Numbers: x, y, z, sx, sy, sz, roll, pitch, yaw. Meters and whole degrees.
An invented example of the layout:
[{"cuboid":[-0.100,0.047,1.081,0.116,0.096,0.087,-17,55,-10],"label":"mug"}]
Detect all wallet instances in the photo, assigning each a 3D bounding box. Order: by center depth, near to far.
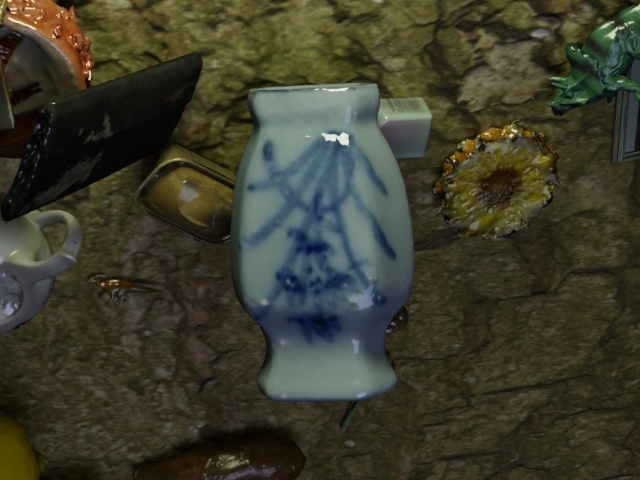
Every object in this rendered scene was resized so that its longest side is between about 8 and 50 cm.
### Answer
[{"cuboid":[-0.258,-0.128,1.657,0.044,0.321,0.170,38,120,9],"label":"wallet"}]

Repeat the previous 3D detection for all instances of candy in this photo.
[{"cuboid":[0.070,0.255,2.261,0.060,0.060,0.201,6,136,-23],"label":"candy"}]

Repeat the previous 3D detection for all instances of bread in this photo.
[{"cuboid":[-0.379,-0.196,1.627,0.212,0.142,0.224,17,124,-10],"label":"bread"}]

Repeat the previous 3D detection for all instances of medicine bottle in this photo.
[{"cuboid":[0.089,-0.153,1.881,0.118,0.055,0.074,-5,133,-16],"label":"medicine bottle"}]

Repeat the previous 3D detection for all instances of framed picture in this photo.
[{"cuboid":[0.562,-0.220,2.005,0.273,0.016,0.216,-14,134,-6],"label":"framed picture"}]

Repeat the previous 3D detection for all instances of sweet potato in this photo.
[{"cuboid":[-0.164,0.374,2.258,0.292,0.097,0.097,-5,132,-9],"label":"sweet potato"}]

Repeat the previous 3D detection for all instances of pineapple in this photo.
[{"cuboid":[0.255,-0.088,2.008,0.221,0.047,0.221,-11,131,-13],"label":"pineapple"}]

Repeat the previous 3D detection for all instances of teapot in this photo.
[{"cuboid":[-0.447,0.043,1.822,0.299,0.166,0.208,-27,123,20],"label":"teapot"}]

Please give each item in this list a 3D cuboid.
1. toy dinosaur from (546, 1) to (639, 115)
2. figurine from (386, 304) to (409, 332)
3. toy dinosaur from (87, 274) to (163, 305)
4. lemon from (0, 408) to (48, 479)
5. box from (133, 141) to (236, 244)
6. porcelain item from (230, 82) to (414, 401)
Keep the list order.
[{"cuboid":[0.433,-0.266,1.869,0.292,0.079,0.120,-33,111,15],"label":"toy dinosaur"},{"cuboid":[0.029,0.030,1.970,0.143,0.143,0.271,-38,123,17],"label":"figurine"},{"cuboid":[-0.286,0.076,1.985,0.113,0.026,0.041,15,109,-19],"label":"toy dinosaur"},{"cuboid":[-0.555,0.358,2.003,0.284,0.260,0.260,10,130,-1],"label":"lemon"},{"cuboid":[-0.168,-0.060,1.847,0.177,0.111,0.111,27,119,-37],"label":"box"},{"cuboid":[0.000,0.000,1.784,0.242,0.178,0.405,-1,100,10],"label":"porcelain item"}]
